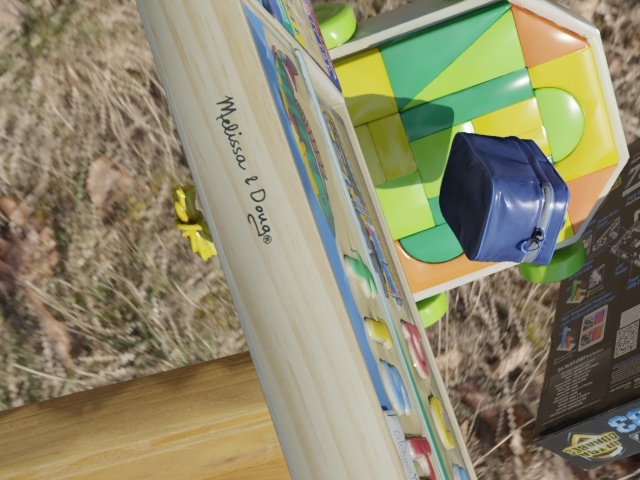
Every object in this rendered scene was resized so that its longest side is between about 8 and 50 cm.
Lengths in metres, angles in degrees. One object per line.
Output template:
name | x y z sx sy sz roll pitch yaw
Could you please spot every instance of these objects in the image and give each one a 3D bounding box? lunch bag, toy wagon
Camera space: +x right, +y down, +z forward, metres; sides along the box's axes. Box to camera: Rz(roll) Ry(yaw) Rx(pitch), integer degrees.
lunch bag | 0.127 -0.027 0.902 0.065 0.067 0.098 2 34 -17
toy wagon | 0.055 -0.054 1.021 0.344 0.068 0.267 -20 116 1

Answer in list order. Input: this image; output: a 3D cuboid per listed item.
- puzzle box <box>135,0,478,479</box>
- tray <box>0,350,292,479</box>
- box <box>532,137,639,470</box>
puzzle box | 0.000 0.000 0.747 0.052 0.272 0.409 -21 79 9
tray | -0.108 0.202 1.186 0.411 0.203 0.076 -12 45 -13
box | 0.309 0.014 1.104 0.073 0.295 0.293 30 54 -18
